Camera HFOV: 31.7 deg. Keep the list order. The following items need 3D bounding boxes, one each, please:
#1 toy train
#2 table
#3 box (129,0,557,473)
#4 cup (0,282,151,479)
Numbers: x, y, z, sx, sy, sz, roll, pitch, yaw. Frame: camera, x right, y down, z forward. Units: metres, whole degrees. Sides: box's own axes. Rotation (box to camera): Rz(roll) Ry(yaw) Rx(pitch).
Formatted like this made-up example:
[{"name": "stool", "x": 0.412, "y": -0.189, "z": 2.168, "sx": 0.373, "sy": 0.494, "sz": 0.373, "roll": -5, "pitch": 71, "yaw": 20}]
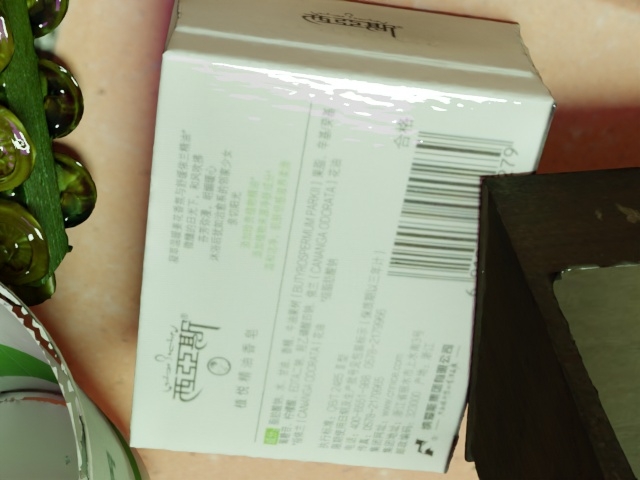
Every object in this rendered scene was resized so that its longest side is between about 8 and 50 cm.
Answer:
[{"name": "toy train", "x": -0.204, "y": -0.066, "z": 0.610, "sx": 0.137, "sy": 0.090, "sz": 0.225, "roll": 4, "pitch": 120, "yaw": 11}, {"name": "table", "x": 0.217, "y": 0.114, "z": 0.504, "sx": 0.251, "sy": 0.282, "sz": 0.196, "roll": -5, "pitch": 125, "yaw": -5}, {"name": "box", "x": 0.000, "y": 0.000, "z": 0.638, "sx": 0.195, "sy": 0.111, "sz": 0.260, "roll": 7, "pitch": 125, "yaw": -7}, {"name": "cup", "x": -0.209, "y": 0.152, "z": 0.621, "sx": 0.253, "sy": 0.253, "sz": 0.274, "roll": -7, "pitch": 163, "yaw": 5}]
